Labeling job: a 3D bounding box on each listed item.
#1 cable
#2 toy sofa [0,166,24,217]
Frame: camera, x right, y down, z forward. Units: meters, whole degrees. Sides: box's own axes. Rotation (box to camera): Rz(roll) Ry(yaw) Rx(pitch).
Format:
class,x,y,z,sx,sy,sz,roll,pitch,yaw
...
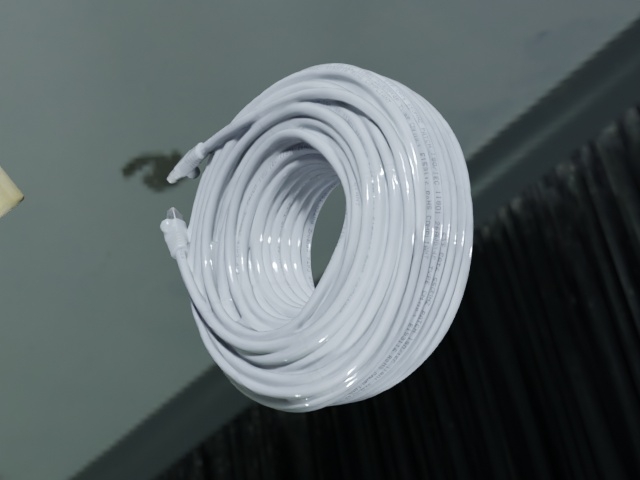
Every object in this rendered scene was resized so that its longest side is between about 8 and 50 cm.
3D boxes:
class,x,y,z,sx,sy,sz,roll,pitch,yaw
cable,0.000,0.000,1.107,0.089,0.257,0.257,13,141,-41
toy sofa,-0.341,-0.045,1.128,0.150,0.177,0.362,54,152,-12
